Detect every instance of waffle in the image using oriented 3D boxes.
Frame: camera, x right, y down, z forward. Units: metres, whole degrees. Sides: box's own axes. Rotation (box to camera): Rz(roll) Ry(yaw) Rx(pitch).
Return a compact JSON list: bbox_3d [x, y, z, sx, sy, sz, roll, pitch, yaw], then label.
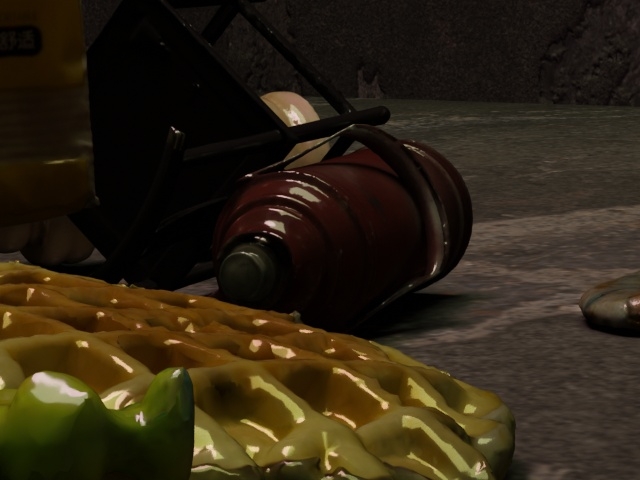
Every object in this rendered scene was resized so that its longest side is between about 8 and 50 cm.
[{"bbox_3d":[-0.055,0.052,0.598,0.261,0.056,0.250,12,5,-5],"label":"waffle"}]

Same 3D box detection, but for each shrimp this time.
[{"bbox_3d":[0.242,0.028,0.913,0.195,0.035,0.148,0,5,17],"label":"shrimp"}]

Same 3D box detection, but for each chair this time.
[{"bbox_3d":[-0.092,-0.052,0.969,0.141,0.154,0.260,46,25,12],"label":"chair"}]

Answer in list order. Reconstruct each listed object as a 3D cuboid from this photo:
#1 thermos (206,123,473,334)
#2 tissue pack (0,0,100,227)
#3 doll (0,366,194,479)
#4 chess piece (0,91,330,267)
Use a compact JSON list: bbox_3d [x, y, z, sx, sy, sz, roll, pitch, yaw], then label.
[{"bbox_3d":[0.001,0.003,0.916,0.124,0.099,0.232,-32,-4,25],"label":"thermos"},{"bbox_3d":[-0.339,-0.110,0.846,0.382,0.228,0.293,-5,10,-29],"label":"tissue pack"},{"bbox_3d":[-0.204,0.096,0.325,0.341,0.099,0.346,-13,2,5],"label":"doll"},{"bbox_3d":[-0.186,-0.028,1.132,0.397,0.117,0.117,-8,10,-29],"label":"chess piece"}]
